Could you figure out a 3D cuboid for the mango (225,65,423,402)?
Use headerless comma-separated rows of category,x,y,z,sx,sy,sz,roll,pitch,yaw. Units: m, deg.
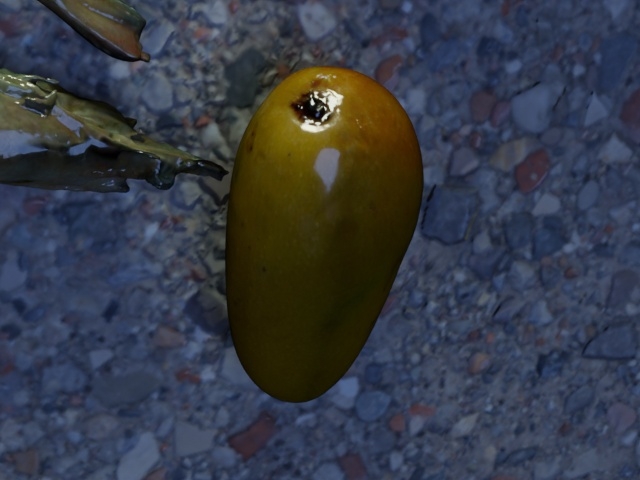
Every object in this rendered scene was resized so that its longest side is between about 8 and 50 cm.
mango,0.000,0.000,0.913,0.113,0.138,0.253,19,130,14

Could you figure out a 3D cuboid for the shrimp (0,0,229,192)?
shrimp,-0.169,-0.102,0.831,0.254,0.059,0.145,5,101,-21
